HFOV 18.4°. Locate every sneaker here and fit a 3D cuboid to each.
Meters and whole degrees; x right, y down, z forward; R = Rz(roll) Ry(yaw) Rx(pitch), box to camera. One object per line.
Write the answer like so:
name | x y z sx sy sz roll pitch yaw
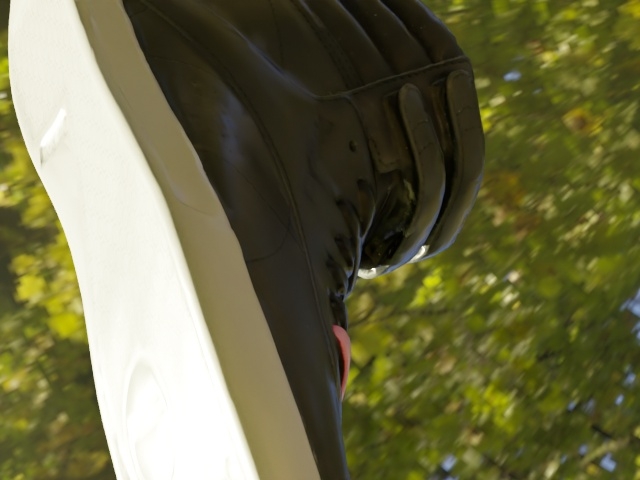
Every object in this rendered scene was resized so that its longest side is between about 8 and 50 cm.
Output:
sneaker | 0.000 -0.001 0.622 0.147 0.295 0.104 0 -47 -22
